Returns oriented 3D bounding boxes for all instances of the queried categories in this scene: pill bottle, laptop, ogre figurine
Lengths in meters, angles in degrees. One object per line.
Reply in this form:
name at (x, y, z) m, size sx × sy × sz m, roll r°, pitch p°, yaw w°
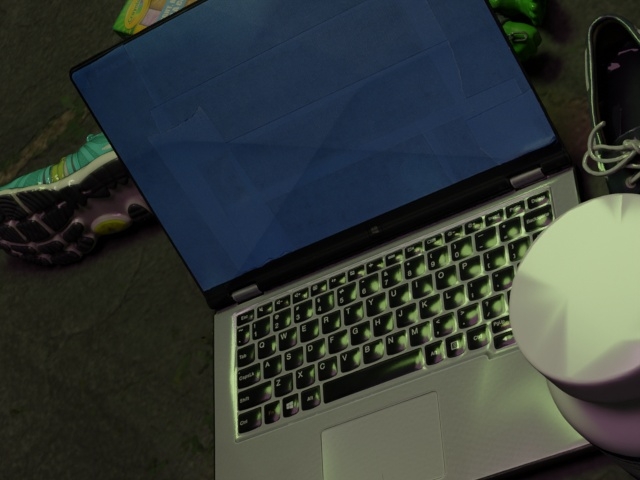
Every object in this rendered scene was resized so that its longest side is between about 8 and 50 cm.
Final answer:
pill bottle at (0.237, 0.084, 0.963) m, size 0.153 × 0.265 × 0.153 m, roll -20°, pitch 52°, yaw 28°
laptop at (0.000, 0.000, 1.230) m, size 0.382 × 0.236 × 0.407 m, roll -23°, pitch 51°, yaw 27°
ogre figurine at (0.148, -0.244, 1.373) m, size 0.118 × 0.097 × 0.197 m, roll -3°, pitch 76°, yaw 17°

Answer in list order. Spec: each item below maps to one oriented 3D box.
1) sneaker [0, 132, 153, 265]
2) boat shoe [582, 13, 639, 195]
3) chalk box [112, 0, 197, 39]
sneaker at (-0.247, -0.054, 1.583) m, size 0.275 × 0.107 × 0.110 m, roll -18°, pitch 34°, yaw 24°
boat shoe at (0.260, -0.074, 1.178) m, size 0.095 × 0.079 × 0.254 m, roll -21°, pitch 52°, yaw 27°
chalk box at (-0.112, -0.226, 1.539) m, size 0.213 × 0.132 × 0.132 m, roll 20°, pitch 77°, yaw 45°
